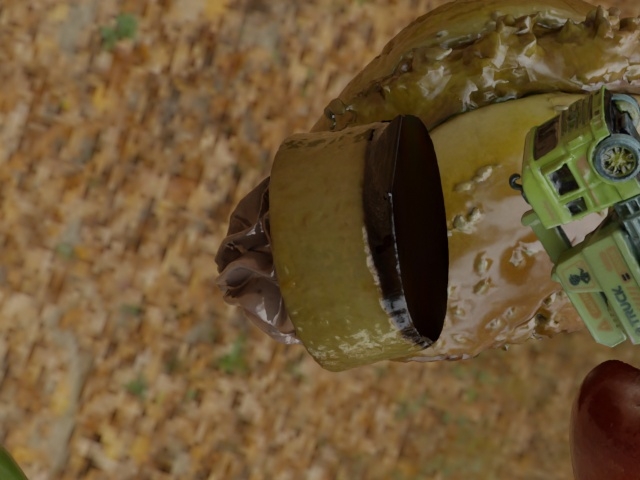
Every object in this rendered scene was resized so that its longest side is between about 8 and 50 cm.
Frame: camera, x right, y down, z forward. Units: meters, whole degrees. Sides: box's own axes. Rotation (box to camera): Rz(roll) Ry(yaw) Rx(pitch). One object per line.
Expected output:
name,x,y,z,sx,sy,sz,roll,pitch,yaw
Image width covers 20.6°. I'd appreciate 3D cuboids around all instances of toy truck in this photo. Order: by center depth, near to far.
toy truck,0.186,-0.006,1.129,0.169,0.100,0.077,56,22,-21

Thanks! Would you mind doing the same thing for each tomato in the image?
tomato,0.257,0.193,1.414,0.082,0.166,0.174,-32,131,-27

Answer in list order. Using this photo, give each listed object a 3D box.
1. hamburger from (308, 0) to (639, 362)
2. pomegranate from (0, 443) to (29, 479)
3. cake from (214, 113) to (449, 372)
hamburger,0.173,-0.078,1.586,0.268,0.445,0.287,-110,-173,-45
pomegranate,-0.215,0.186,0.976,0.179,0.210,0.179,-24,118,-56
cake,0.000,0.000,1.395,0.185,0.178,0.208,-53,139,-64
